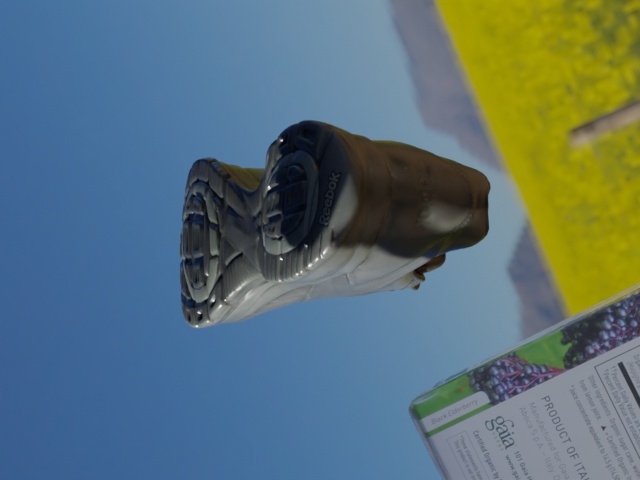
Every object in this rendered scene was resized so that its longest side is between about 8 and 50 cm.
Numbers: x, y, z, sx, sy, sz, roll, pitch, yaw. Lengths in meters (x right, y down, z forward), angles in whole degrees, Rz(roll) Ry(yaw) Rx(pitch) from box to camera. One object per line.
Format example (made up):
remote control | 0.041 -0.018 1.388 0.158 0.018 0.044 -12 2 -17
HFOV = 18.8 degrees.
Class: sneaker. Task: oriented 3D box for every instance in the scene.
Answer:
sneaker | 0.000 0.000 1.148 0.286 0.130 0.109 172 102 -65

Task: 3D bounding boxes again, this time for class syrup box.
syrup box | 0.164 0.055 0.803 0.096 0.237 0.093 63 -173 3
